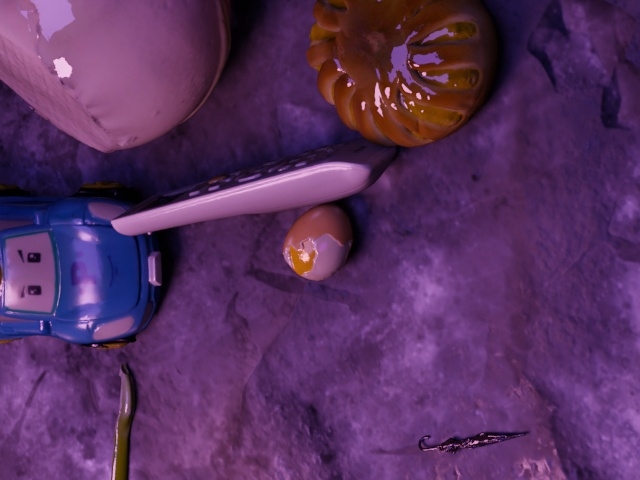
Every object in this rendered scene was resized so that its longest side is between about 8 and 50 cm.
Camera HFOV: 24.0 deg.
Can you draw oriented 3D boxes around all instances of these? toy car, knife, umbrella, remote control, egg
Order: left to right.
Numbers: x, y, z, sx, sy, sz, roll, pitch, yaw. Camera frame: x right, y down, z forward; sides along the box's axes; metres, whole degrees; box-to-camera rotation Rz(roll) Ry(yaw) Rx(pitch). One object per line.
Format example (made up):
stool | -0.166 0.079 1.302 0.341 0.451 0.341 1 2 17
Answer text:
toy car | -0.334 0.031 1.751 0.314 0.166 0.198 2 95 28
knife | -0.234 0.238 1.774 0.026 0.022 0.184 8 94 55
remote control | -0.070 -0.050 1.627 0.313 0.109 0.055 -13 102 25
egg | 0.000 0.000 1.614 0.071 0.071 0.083 36 106 24
umbrella | 0.156 0.211 1.563 0.122 0.013 0.022 -8 65 30

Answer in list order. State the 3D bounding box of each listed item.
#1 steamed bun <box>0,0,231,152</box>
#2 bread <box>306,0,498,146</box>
steamed bun | -0.219 -0.270 1.628 0.309 0.309 0.309 0 91 29
bread | 0.076 -0.196 1.553 0.213 0.104 0.213 2 95 29
